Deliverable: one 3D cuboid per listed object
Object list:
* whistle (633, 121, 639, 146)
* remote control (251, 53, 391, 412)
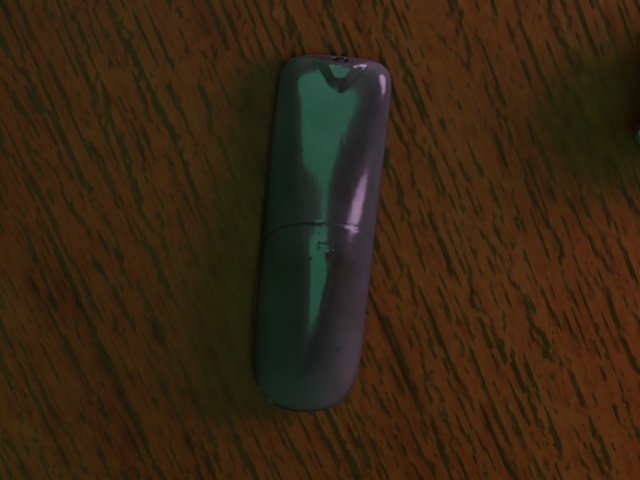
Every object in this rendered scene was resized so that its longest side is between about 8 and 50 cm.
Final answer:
[{"bbox_3d":[0.312,-0.109,0.952,0.253,0.105,0.101,-22,136,4],"label":"whistle"},{"bbox_3d":[0.000,0.000,0.961,0.073,0.044,0.229,5,103,-6],"label":"remote control"}]
